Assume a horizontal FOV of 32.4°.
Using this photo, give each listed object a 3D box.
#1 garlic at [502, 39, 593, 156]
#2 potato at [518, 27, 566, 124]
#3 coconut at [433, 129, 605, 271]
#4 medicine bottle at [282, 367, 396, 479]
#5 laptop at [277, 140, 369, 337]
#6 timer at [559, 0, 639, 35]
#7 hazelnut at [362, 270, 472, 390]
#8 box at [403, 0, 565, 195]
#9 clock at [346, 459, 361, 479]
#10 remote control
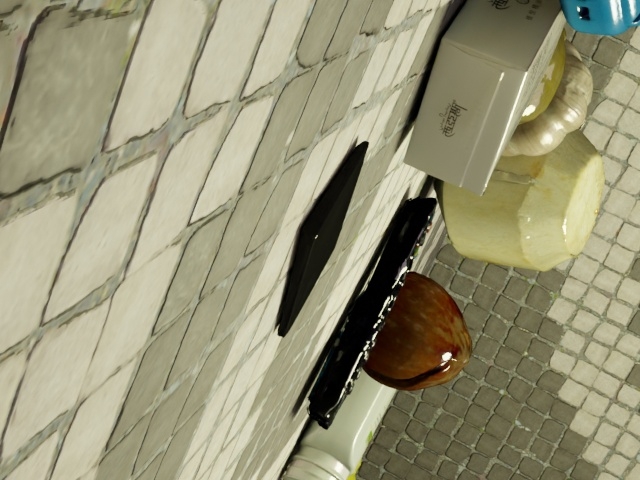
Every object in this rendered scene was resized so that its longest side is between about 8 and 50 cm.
[{"bbox_3d":[0.358,-0.240,1.867,0.152,0.227,0.228,39,76,-49],"label":"garlic"},{"bbox_3d":[0.303,-0.267,1.722,0.137,0.154,0.200,36,87,-39],"label":"potato"},{"bbox_3d":[0.357,-0.094,2.041,0.323,0.323,0.323,-61,172,-16],"label":"coconut"},{"bbox_3d":[0.051,0.337,2.090,0.324,0.124,0.179,-61,176,-24],"label":"medicine bottle"},{"bbox_3d":[0.000,0.000,1.098,0.135,0.016,0.197,-59,172,-35],"label":"laptop"},{"bbox_3d":[0.352,-0.424,1.267,0.309,0.115,0.340,47,58,-60],"label":"timer"},{"bbox_3d":[0.172,0.160,1.960,0.234,0.218,0.218,-20,137,-61],"label":"hazelnut"},{"bbox_3d":[0.221,-0.225,1.392,0.274,0.116,0.203,-57,166,-41],"label":"box"},{"bbox_3d":[-0.043,0.543,2.163,0.293,0.071,0.277,-47,-173,15],"label":"clock"},{"bbox_3d":[0.080,0.111,1.765,0.399,0.062,0.144,-63,173,-12],"label":"remote control"}]
